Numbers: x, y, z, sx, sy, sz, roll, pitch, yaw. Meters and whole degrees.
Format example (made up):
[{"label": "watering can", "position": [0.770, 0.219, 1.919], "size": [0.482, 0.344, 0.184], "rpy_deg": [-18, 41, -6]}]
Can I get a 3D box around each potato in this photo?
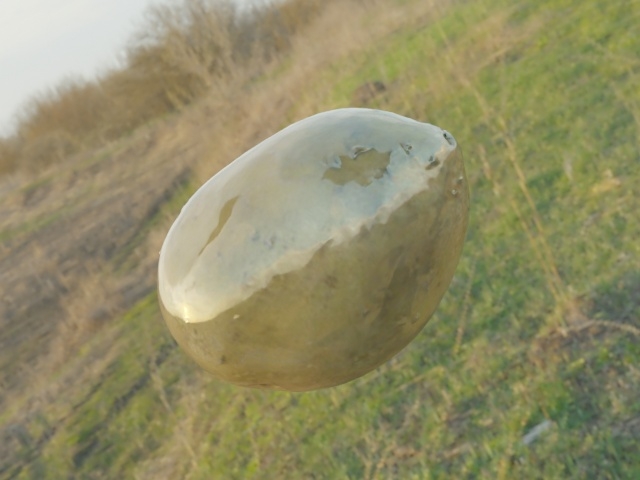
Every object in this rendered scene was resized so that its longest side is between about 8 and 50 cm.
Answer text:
[{"label": "potato", "position": [-0.003, 0.001, 0.461], "size": [0.147, 0.112, 0.112], "rpy_deg": [-30, 11, 5]}]
